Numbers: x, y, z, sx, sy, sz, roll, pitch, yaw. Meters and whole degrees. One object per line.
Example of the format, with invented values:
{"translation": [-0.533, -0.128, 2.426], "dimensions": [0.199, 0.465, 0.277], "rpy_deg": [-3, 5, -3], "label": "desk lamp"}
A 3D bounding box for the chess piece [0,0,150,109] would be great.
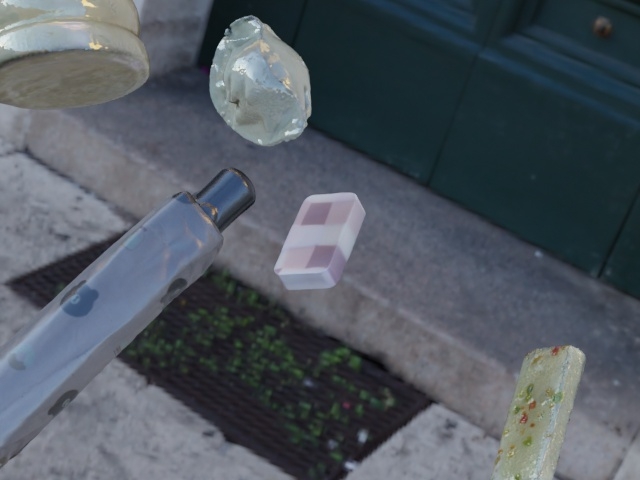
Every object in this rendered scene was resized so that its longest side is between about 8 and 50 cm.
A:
{"translation": [-0.262, -0.292, 1.125], "dimensions": [0.167, 0.299, 0.167], "rpy_deg": [-8, -10, -1], "label": "chess piece"}

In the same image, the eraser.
{"translation": [0.000, 0.000, 1.133], "dimensions": [0.065, 0.026, 0.105], "rpy_deg": [-2, 48, 29], "label": "eraser"}

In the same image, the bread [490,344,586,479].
{"translation": [0.205, 0.170, 1.102], "dimensions": [0.028, 0.068, 0.153], "rpy_deg": [38, 58, -25], "label": "bread"}

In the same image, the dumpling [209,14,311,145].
{"translation": [-0.093, -0.218, 1.675], "dimensions": [0.111, 0.155, 0.181], "rpy_deg": [27, 46, -38], "label": "dumpling"}

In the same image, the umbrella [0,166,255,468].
{"translation": [-0.179, 0.059, 0.954], "dimensions": [0.073, 0.337, 0.067], "rpy_deg": [51, -20, -19], "label": "umbrella"}
